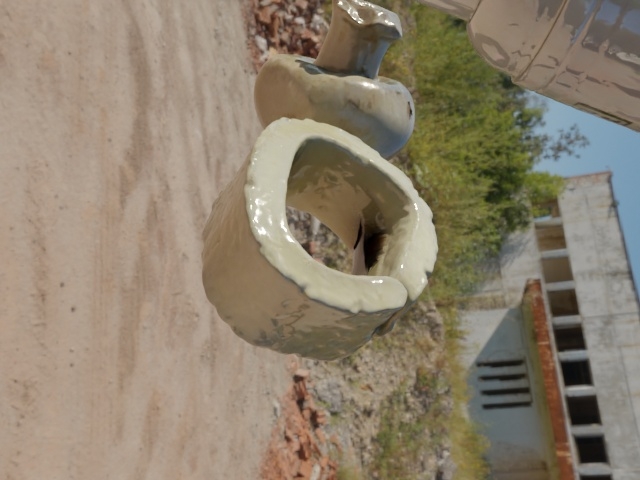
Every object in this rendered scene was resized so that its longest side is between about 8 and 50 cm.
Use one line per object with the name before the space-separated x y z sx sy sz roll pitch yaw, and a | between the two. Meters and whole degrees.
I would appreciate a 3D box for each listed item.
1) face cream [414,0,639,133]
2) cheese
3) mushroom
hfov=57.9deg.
face cream | 0.225 -0.193 0.503 0.145 0.370 0.145 21 90 -87
cheese | 0.004 0.000 0.776 0.292 0.153 0.332 32 42 -13
mushroom | 0.037 -0.277 1.029 0.297 0.298 0.290 -57 165 -70
